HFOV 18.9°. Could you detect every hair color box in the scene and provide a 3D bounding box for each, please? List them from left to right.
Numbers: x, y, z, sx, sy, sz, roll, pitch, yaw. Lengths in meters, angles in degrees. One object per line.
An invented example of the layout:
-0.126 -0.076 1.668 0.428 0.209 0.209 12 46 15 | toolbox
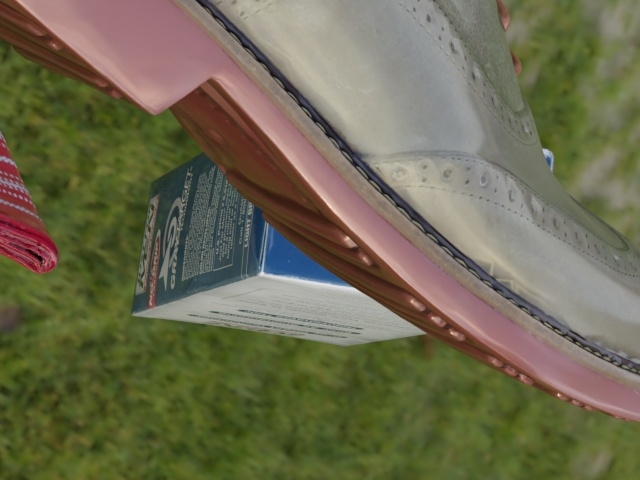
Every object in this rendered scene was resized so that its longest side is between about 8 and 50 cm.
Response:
0.000 0.000 1.244 0.174 0.347 0.105 10 81 -17 | hair color box

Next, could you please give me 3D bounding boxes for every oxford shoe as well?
0.023 -0.057 0.556 0.348 0.123 0.130 37 85 -38 | oxford shoe

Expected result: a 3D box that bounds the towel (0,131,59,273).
-0.278 -0.108 1.290 0.031 0.275 0.199 -39 143 14 | towel
